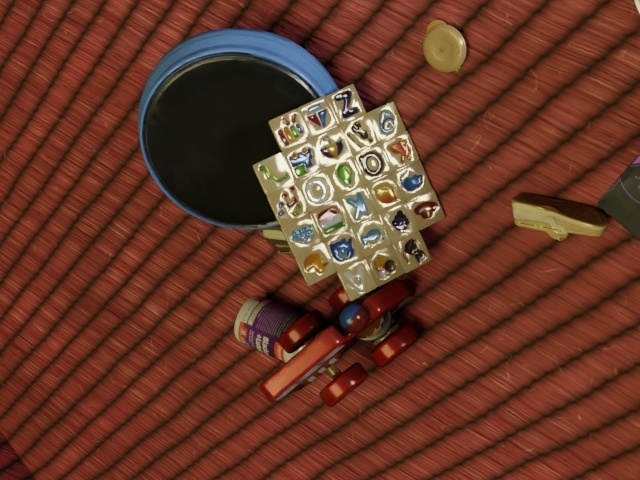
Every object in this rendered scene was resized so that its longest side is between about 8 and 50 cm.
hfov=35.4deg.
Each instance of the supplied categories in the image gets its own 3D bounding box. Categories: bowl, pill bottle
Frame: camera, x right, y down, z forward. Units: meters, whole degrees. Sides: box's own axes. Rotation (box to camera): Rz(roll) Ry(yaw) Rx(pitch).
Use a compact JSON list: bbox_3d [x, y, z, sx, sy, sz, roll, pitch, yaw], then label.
[{"bbox_3d":[-0.144,-0.191,1.829,0.390,0.077,0.391,2,123,3],"label":"bowl"},{"bbox_3d":[-0.071,0.193,2.058,0.193,0.108,0.108,21,122,27],"label":"pill bottle"}]

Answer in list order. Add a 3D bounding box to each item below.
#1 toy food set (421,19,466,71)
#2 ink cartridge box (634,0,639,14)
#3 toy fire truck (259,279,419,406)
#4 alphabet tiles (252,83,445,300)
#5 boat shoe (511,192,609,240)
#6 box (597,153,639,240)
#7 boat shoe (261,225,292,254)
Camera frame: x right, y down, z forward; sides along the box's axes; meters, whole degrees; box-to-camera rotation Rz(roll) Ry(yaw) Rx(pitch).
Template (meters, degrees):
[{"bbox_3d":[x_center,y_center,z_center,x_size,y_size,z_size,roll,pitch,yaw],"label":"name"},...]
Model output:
[{"bbox_3d":[0.206,-0.320,1.669,0.083,0.020,0.083,29,126,22],"label":"toy food set"},{"bbox_3d":[0.605,-0.299,1.313,0.306,0.131,0.226,-16,102,41],"label":"ink cartridge box"},{"bbox_3d":[0.039,0.183,1.840,0.302,0.254,0.169,-39,81,9],"label":"toy fire truck"},{"bbox_3d":[0.054,-0.084,1.745,0.343,0.285,0.011,65,163,-6],"label":"alphabet tiles"},{"bbox_3d":[0.392,-0.031,1.647,0.170,0.063,0.059,20,125,39],"label":"boat shoe"},{"bbox_3d":[0.571,-0.042,1.451,0.270,0.143,0.165,43,130,11],"label":"box"},{"bbox_3d":[0.004,-0.005,1.932,0.257,0.095,0.095,7,129,40],"label":"boat shoe"}]
